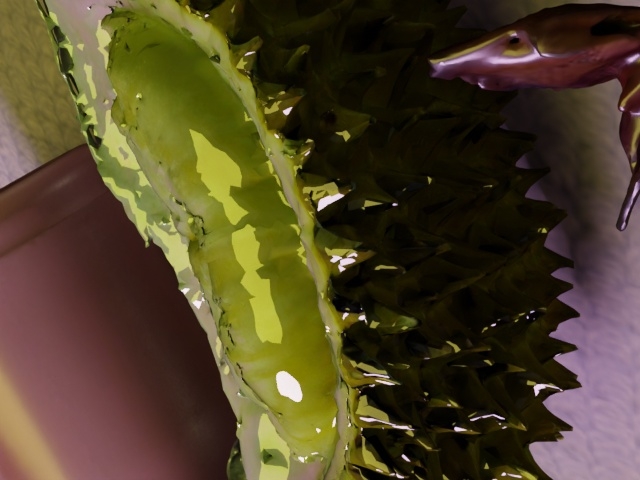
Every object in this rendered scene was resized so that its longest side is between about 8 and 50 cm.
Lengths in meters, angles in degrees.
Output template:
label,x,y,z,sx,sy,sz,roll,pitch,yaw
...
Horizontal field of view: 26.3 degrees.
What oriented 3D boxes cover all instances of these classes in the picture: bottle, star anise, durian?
label,x,y,z,sx,sy,sz,roll,pitch,yaw
bottle,-0.135,0.103,0.846,0.297,0.173,0.206,59,164,-9
star anise,0.131,-0.071,0.472,0.158,0.144,0.140,42,100,8
durian,0.000,0.000,0.561,0.169,0.158,0.352,-14,101,37

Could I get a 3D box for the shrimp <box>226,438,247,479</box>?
label,x,y,z,sx,sy,sz,roll,pitch,yaw
shrimp,-0.033,0.191,0.701,0.221,0.166,0.410,16,87,31
